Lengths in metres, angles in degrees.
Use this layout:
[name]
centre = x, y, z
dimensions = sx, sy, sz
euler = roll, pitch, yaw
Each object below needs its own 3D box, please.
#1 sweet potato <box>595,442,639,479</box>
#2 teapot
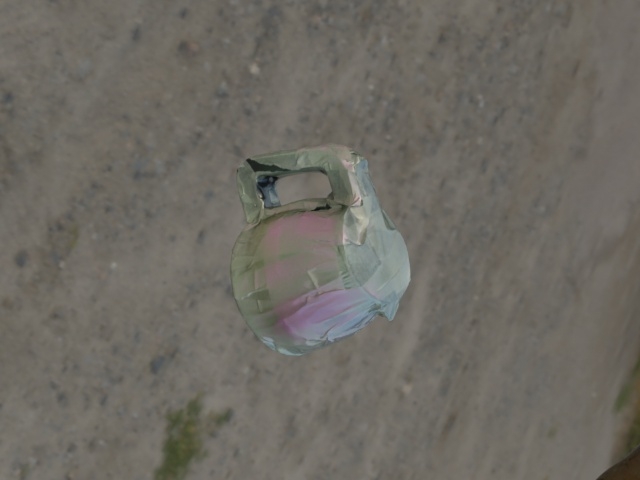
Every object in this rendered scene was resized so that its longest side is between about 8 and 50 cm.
[sweet potato]
centre = 0.362, 0.183, 1.132
dimensions = 0.244, 0.077, 0.077
euler = -38, 151, 1
[teapot]
centre = 0.009, 0.006, 1.357
dimensions = 0.163, 0.178, 0.221
euler = 25, 54, -44
